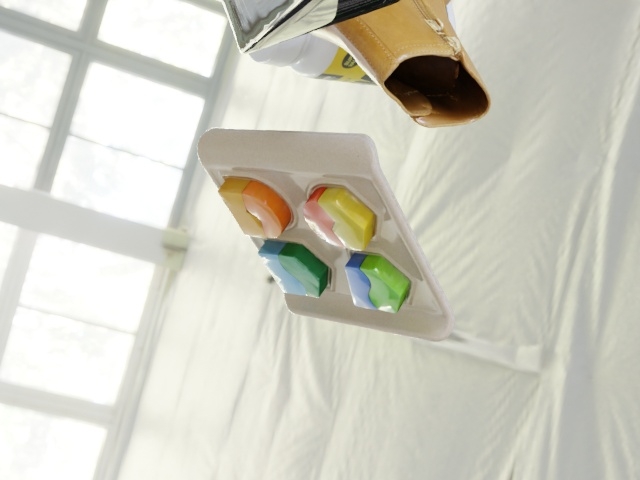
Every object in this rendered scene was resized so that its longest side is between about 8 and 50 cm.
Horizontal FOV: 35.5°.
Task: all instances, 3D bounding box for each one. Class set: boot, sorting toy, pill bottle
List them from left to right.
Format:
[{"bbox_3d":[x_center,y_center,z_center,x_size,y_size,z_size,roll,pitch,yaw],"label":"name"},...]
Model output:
[{"bbox_3d":[0.000,0.000,0.846,0.193,0.208,0.038,8,-134,40],"label":"sorting toy"},{"bbox_3d":[0.030,-0.229,1.077,0.119,0.208,0.119,-4,-95,60],"label":"pill bottle"},{"bbox_3d":[0.084,-0.181,0.884,0.104,0.295,0.211,-50,-116,27],"label":"boot"}]

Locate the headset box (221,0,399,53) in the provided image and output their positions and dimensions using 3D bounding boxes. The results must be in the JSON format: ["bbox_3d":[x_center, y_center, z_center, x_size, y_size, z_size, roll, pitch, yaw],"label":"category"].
[{"bbox_3d":[-0.004,-0.261,0.555,0.246,0.131,0.283,69,-14,-5],"label":"headset box"}]
